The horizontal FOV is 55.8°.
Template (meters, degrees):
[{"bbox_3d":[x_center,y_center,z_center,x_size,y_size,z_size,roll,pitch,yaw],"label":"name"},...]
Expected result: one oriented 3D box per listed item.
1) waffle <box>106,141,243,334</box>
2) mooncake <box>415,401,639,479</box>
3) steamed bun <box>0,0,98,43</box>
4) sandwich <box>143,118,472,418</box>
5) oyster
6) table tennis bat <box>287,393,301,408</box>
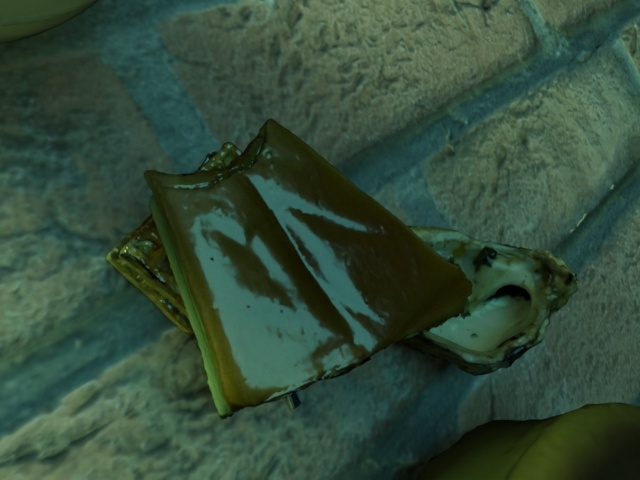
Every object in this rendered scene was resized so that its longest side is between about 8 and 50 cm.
[{"bbox_3d":[-0.093,-0.004,0.516,0.102,0.042,0.148,46,55,-12],"label":"waffle"},{"bbox_3d":[0.234,0.343,0.503,0.394,0.246,0.393,8,62,-33],"label":"mooncake"},{"bbox_3d":[-0.257,-0.292,0.332,0.374,0.334,0.334,37,57,-14],"label":"steamed bun"},{"bbox_3d":[0.000,0.000,0.495,0.245,0.063,0.212,-17,84,-31],"label":"sandwich"},{"bbox_3d":[0.125,0.045,0.633,0.294,0.094,0.166,23,66,-8],"label":"oyster"},{"bbox_3d":[-0.038,0.110,0.540,0.050,0.007,0.083,-21,86,-38],"label":"table tennis bat"}]
